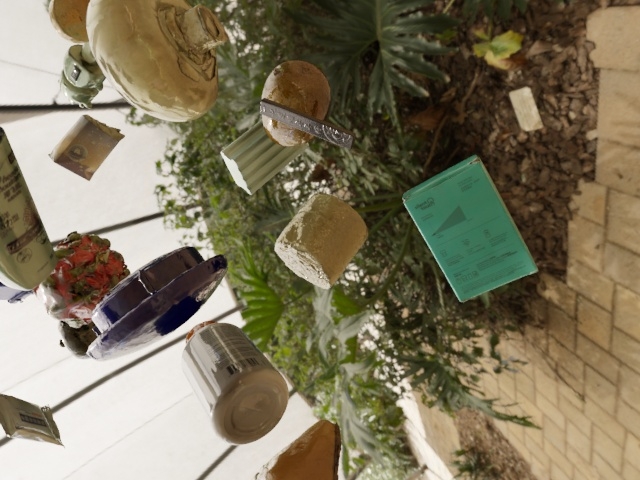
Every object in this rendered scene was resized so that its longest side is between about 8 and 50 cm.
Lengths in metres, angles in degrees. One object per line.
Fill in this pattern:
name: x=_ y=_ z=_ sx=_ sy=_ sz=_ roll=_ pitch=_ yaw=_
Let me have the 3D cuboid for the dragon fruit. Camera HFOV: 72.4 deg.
dragon fruit: x=-0.660 y=0.115 z=1.220 sx=0.231 sy=0.236 sz=0.303 roll=52 pitch=143 yaw=21

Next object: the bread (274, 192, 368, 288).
bread: x=0.000 y=0.000 z=0.858 sx=0.148 sy=0.141 sz=0.134 roll=13 pitch=150 yaw=50

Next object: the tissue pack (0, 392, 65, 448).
tissue pack: x=-0.628 y=0.385 z=0.936 sx=0.122 sy=0.026 sz=0.193 roll=38 pitch=162 yaw=26

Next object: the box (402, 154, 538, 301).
box: x=0.367 y=-0.030 z=1.083 sx=0.312 sy=0.205 sz=0.118 roll=57 pitch=-160 yaw=-9

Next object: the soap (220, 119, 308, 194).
soap: x=-0.172 y=-0.292 z=1.398 sx=0.087 sy=0.265 sz=0.160 roll=37 pitch=161 yaw=31

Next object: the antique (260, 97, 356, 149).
antique: x=-0.026 y=-0.212 z=0.789 sx=0.191 sy=0.015 sz=0.031 roll=24 pitch=138 yaw=14

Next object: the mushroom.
mushroom: x=-0.258 y=-0.329 z=0.749 sx=0.246 sy=0.202 sz=0.246 roll=-13 pitch=-90 yaw=-71

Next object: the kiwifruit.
kiwifruit: x=-0.071 y=-0.367 z=1.207 sx=0.196 sy=0.195 sz=0.234 roll=60 pitch=154 yaw=30

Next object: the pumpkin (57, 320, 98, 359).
pumpkin: x=-0.740 y=0.290 z=1.358 sx=0.167 sy=0.125 sz=0.167 roll=57 pitch=177 yaw=5

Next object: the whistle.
whistle: x=-0.583 y=-0.425 z=1.087 sx=0.110 sy=0.244 sz=0.092 roll=42 pitch=-142 yaw=-13

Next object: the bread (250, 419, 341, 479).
bread: x=-0.046 y=0.483 z=0.838 sx=0.204 sy=0.162 sz=0.262 roll=123 pitch=160 yaw=-44

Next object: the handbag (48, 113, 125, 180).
handbag: x=-0.632 y=-0.261 z=1.189 sx=0.095 sy=0.173 sz=0.117 roll=38 pitch=178 yaw=32

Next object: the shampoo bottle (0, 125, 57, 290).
shampoo bottle: x=-0.580 y=-0.055 z=0.785 sx=0.134 sy=0.078 sz=0.360 roll=-75 pitch=-3 yaw=-46

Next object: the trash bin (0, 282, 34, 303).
trash bin: x=-0.971 y=0.098 z=1.302 sx=0.234 sy=0.183 sz=0.163 roll=8 pitch=-123 yaw=-67

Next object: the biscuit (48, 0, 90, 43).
biscuit: x=-0.436 y=-0.468 z=0.853 sx=0.030 sy=0.235 sz=0.153 roll=-3 pitch=141 yaw=34

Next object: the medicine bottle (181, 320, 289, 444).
medicine bottle: x=-0.195 y=0.272 z=0.913 sx=0.288 sy=0.156 sz=0.157 roll=28 pitch=143 yaw=54

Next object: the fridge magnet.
fridge magnet: x=-0.273 y=0.103 z=0.745 sx=0.113 sy=0.265 sz=0.265 roll=53 pitch=170 yaw=0
